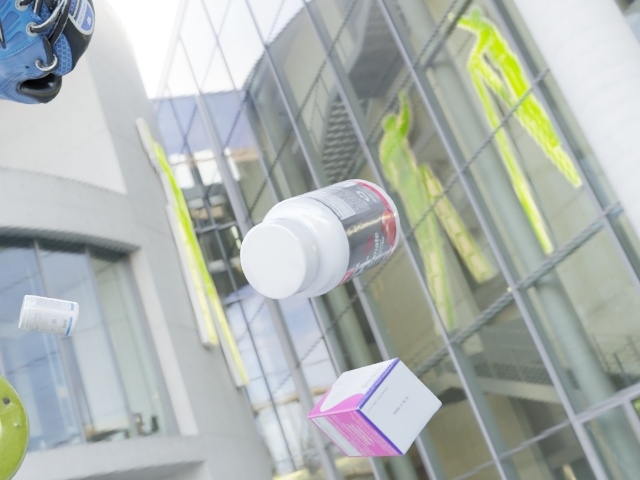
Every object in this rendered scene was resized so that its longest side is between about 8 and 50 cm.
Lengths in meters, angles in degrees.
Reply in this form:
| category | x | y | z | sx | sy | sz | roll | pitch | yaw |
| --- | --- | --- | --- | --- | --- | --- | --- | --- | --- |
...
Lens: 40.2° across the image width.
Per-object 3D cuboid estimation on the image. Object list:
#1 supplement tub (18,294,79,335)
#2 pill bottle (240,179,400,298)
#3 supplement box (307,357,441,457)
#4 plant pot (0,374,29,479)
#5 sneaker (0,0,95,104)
| category | x | y | z | sx | sy | sz | roll | pitch | yaw |
| --- | --- | --- | --- | --- | --- | --- | --- | --- | --- |
| supplement tub | -0.544 | 0.151 | 1.756 | 0.107 | 0.071 | 0.071 | 12 | -33 | -21 |
| pill bottle | 0.000 | 0.000 | 1.556 | 0.176 | 0.176 | 0.318 | -35 | -6 | 33 |
| supplement box | 0.085 | 0.284 | 1.464 | 0.111 | 0.114 | 0.220 | -47 | 7 | -25 |
| plant pot | -0.682 | 0.372 | 1.516 | 0.366 | 0.366 | 0.353 | 0 | -24 | -43 |
| sneaker | -0.234 | -0.206 | 0.644 | 0.147 | 0.130 | 0.330 | 17 | -23 | -9 |
